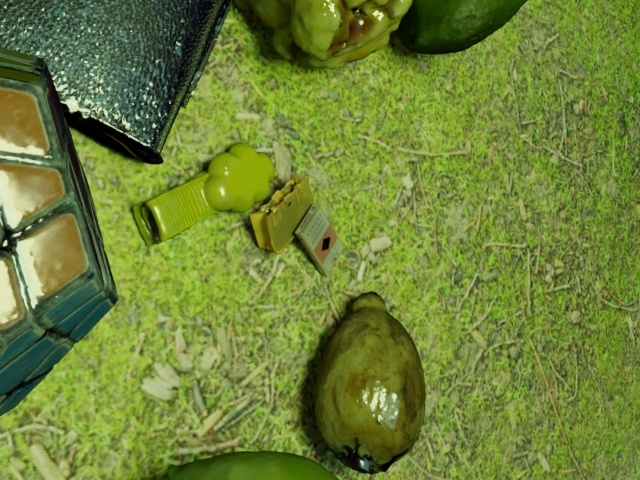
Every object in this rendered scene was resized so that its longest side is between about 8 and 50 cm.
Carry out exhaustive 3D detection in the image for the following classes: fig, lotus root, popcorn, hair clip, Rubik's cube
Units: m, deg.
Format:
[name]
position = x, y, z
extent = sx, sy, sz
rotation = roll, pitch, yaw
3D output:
[fig]
position = 0.209, -0.341, 0.925
extent = 0.235, 0.203, 0.203
rotation = -7, 90, -5
[lotus root]
position = 0.056, 0.158, 0.849
extent = 0.138, 0.138, 0.214
rotation = 16, 65, -36
[popcorn]
position = 0.014, -0.290, 0.806
extent = 0.200, 0.203, 0.226
rotation = -45, 132, -21
[hair clip]
position = -0.114, -0.054, 0.781
extent = 0.173, 0.046, 0.072
rotation = -29, 107, -38
[Rubik's cube]
position = -0.293, -0.005, 0.497
extent = 0.264, 0.319, 0.319
rotation = 46, 57, 4

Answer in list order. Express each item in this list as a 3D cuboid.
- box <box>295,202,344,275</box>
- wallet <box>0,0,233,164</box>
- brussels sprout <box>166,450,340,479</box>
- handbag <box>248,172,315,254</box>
[box]
position = 0.000, 0.000, 0.867
extent = 0.046, 0.012, 0.083
rotation = -60, 142, -25
[wallet]
position = -0.227, -0.224, 0.705
extent = 0.262, 0.071, 0.221
rotation = 29, 73, -29
[brussels sprout]
position = -0.050, 0.337, 0.647
extent = 0.247, 0.328, 0.328
rotation = -1, 86, -13
[handbag]
position = -0.041, -0.030, 0.832
extent = 0.083, 0.027, 0.061
rotation = -50, 145, -31
